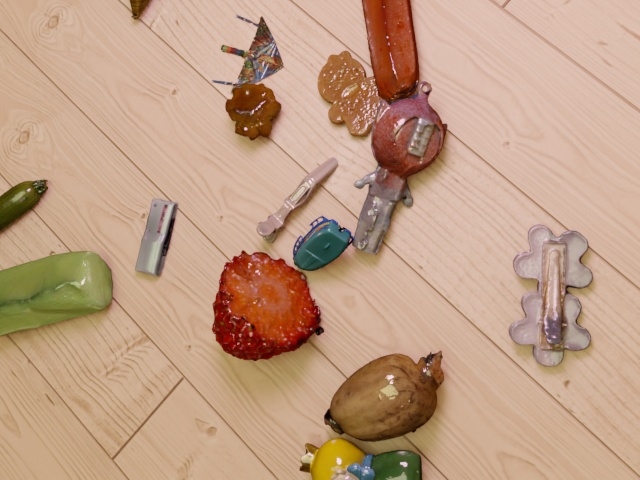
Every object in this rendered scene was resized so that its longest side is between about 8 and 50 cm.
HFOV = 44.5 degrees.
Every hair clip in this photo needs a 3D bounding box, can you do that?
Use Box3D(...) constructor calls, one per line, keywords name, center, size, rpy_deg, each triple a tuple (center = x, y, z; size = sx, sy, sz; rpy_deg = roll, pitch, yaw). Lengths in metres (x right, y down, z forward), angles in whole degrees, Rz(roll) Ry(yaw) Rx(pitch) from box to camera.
Box3D(name="hair clip", center=(-0.049, -0.086, 1.594), size=(0.034, 0.072, 0.226), rpy_deg=(44, 97, 14))
Box3D(name="hair clip", center=(0.420, 0.100, 1.426), size=(0.146, 0.075, 0.257), rpy_deg=(2, 78, 16))

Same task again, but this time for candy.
Box3D(name="candy", center=(-0.632, 0.120, 1.739), size=(0.343, 0.132, 0.142), rpy_deg=(-14, 38, 14))

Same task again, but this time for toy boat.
Box3D(name="toy boat", center=(0.000, 0.000, 1.564), size=(0.091, 0.110, 0.175), rpy_deg=(34, 134, -15))

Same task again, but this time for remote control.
Box3D(name="remote control", center=(-0.359, -0.008, 1.707), size=(0.065, 0.029, 0.166), rpy_deg=(13, 88, 20))

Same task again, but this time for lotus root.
Box3D(name="lotus root", center=(0.124, 0.301, 1.465), size=(0.257, 0.140, 0.154), rpy_deg=(-33, 115, 22))

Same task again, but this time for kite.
Box3D(name="kite", center=(-0.149, -0.399, 1.691), size=(0.160, 0.010, 0.183), rpy_deg=(22, 91, 19))

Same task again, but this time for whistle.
Box3D(name="whistle", center=(0.144, -0.141, 1.513), size=(0.134, 0.142, 0.346), rpy_deg=(29, 103, 44))

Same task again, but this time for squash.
Box3D(name="squash", center=(-0.740, -0.066, 1.817), size=(0.258, 0.069, 0.069), rpy_deg=(-34, 75, 12))

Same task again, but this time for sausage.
Box3D(name="sausage", center=(0.136, -0.436, 1.559), size=(0.102, 0.102, 0.330), rpy_deg=(-10, 81, 17))

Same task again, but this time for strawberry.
Box3D(name="strawberry", center=(-0.127, 0.150, 1.564), size=(0.178, 0.234, 0.234), rpy_deg=(-45, 70, 40))

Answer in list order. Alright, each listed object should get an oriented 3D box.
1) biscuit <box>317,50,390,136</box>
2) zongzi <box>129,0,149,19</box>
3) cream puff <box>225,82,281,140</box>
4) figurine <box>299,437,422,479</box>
Box3D(name="biscuit", center=(0.062, -0.298, 1.603), size=(0.184, 0.027, 0.133), rpy_deg=(42, 97, 19))
Box3D(name="zongzi", center=(-0.322, -0.649, 1.724), size=(0.286, 0.134, 0.288), rpy_deg=(-4, 96, 13))
Box3D(name="cream puff", center=(-0.138, -0.269, 1.636), size=(0.116, 0.094, 0.122), rpy_deg=(-16, 56, 12))
Box3D(name="figurine", center=(0.074, 0.471, 1.478), size=(0.234, 0.127, 0.185), rpy_deg=(0, 99, 8))
